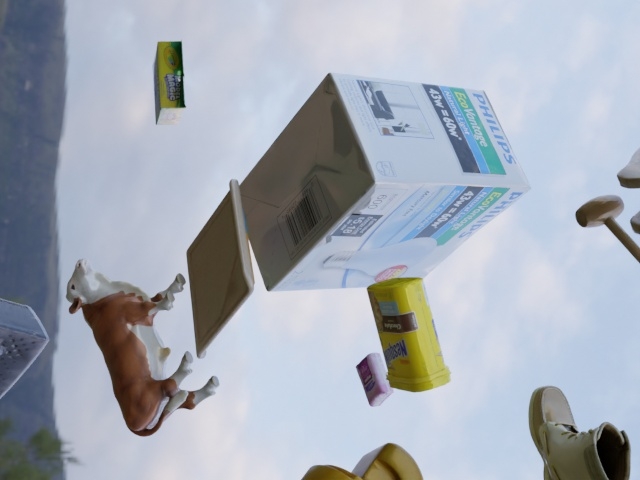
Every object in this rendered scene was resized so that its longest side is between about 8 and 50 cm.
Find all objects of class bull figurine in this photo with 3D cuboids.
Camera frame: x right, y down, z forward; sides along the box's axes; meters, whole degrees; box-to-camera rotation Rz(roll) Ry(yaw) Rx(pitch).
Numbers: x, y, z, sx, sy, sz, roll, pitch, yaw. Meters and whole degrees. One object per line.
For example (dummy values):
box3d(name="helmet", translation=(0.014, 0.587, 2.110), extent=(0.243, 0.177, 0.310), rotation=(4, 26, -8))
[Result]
box3d(name="bull figurine", translation=(-0.297, 0.159, 1.582), extent=(0.188, 0.101, 0.310), rotation=(-24, -96, 19))

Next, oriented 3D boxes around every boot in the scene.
box3d(name="boot", translation=(0.391, 0.297, 1.458), extent=(0.165, 0.077, 0.213), rotation=(120, -29, -55))

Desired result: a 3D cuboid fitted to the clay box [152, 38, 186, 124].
box3d(name="clay box", translation=(-0.291, -0.302, 1.855), extent=(0.222, 0.053, 0.127), rotation=(164, -78, -78))

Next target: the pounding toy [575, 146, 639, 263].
box3d(name="pounding toy", translation=(0.451, -0.041, 1.150), extent=(0.269, 0.154, 0.154), rotation=(13, -51, 59))

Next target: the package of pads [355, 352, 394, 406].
box3d(name="package of pads", translation=(0.095, 0.242, 1.685), extent=(0.050, 0.032, 0.083), rotation=(-51, -134, 39))

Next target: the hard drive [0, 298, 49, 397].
box3d(name="hard drive", translation=(-0.390, 0.124, 0.911), extent=(0.255, 0.172, 0.054), rotation=(-41, -134, 30))

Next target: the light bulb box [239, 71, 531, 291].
box3d(name="light bulb box", translation=(0.102, -0.090, 1.709), extent=(0.358, 0.361, 0.225), rotation=(-46, -125, 44))

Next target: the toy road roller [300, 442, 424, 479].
box3d(name="toy road roller", translation=(0.103, 0.474, 1.524), extent=(0.240, 0.329, 0.202), rotation=(-50, 179, -28))

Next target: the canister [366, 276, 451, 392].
box3d(name="canister", translation=(0.138, 0.147, 1.542), extent=(0.126, 0.073, 0.169), rotation=(-7, -82, 68))

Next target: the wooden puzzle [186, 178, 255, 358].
box3d(name="wooden puzzle", translation=(-0.165, 0.050, 1.619), extent=(0.238, 0.044, 0.220), rotation=(-55, -144, 43))
